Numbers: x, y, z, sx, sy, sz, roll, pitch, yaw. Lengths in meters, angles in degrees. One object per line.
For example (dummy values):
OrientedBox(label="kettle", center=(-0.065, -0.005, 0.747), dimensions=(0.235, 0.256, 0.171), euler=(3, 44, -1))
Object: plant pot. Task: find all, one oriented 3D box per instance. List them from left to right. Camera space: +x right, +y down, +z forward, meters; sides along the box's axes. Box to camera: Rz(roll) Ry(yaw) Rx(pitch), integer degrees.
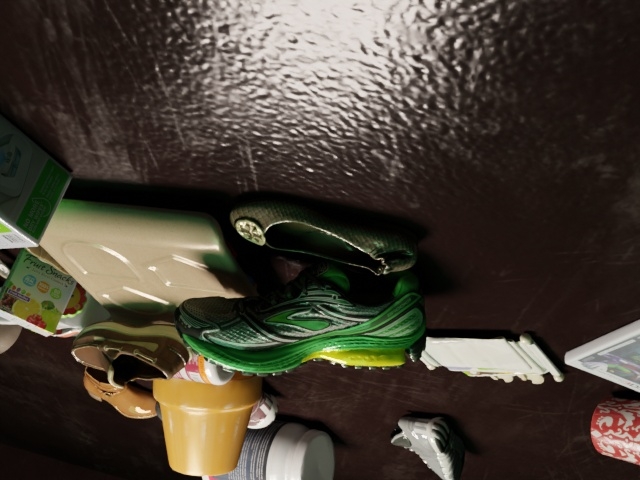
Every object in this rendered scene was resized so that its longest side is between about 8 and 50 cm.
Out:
OrientedBox(label="plant pot", center=(-0.217, 0.334, 1.577), dimensions=(0.205, 0.187, 0.205), euler=(4, -178, 0))

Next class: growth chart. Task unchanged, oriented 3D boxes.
OrientedBox(label="growth chart", center=(0.247, 0.181, 1.302), dimensions=(0.237, 0.021, 0.172), euler=(0, 149, 29))

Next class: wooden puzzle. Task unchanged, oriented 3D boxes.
OrientedBox(label="wooden puzzle", center=(-0.237, 0.047, 1.269), dimensions=(0.322, 0.080, 0.347), euler=(6, 146, 19))

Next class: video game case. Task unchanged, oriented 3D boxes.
OrientedBox(label="video game case", center=(0.466, 0.169, 1.157), dimensions=(0.173, 0.022, 0.190), euler=(21, 152, -10))

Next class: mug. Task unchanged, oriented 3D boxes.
OrientedBox(label="mug", center=(0.520, 0.301, 1.268), dimensions=(0.150, 0.113, 0.169), euler=(26, 164, -35))

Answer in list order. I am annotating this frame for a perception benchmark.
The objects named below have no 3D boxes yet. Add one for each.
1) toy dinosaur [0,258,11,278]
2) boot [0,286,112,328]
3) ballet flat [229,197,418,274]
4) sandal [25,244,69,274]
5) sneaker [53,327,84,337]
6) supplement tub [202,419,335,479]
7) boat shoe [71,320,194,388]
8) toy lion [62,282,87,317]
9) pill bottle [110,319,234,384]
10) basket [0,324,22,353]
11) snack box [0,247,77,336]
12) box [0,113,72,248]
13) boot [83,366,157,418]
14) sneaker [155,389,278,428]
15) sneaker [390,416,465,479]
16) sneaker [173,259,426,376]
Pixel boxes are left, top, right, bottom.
OrientedBox(label="toy dinosaur", center=(-0.595, 0.020, 1.431), dimensions=(0.118, 0.064, 0.268), euler=(-3, 151, 20))
OrientedBox(label="boot", center=(-0.467, 0.117, 1.527), dimensions=(0.259, 0.095, 0.123), euler=(1, 173, 15))
OrientedBox(label="ballet flat", center=(0.000, 0.000, 1.061), dimensions=(0.250, 0.058, 0.084), euler=(12, 152, 9))
OrientedBox(label="sandal", center=(-0.423, -0.004, 1.292), dimensions=(0.049, 0.072, 0.180), euler=(30, 163, 23))
OrientedBox(label="sneaker", center=(-0.475, 0.171, 1.645), dimensions=(0.158, 0.061, 0.065), euler=(0, 155, 30))
OrientedBox(label="supplement tub", center=(-0.123, 0.512, 1.938), dimensions=(0.272, 0.191, 0.191), euler=(0, 149, 29))
OrientedBox(label="boat shoe", center=(-0.325, 0.190, 1.359), dimensions=(0.258, 0.095, 0.095), euler=(-9, 129, 35))
OrientedBox(label="toy lion", center=(-0.442, 0.081, 1.414), dimensions=(0.100, 0.096, 0.034), euler=(23, 152, -11))
OrientedBox(label="pill bottle", center=(-0.260, 0.181, 1.474), dimensions=(0.221, 0.121, 0.121), euler=(5, 151, 20))
OrientedBox(label="basket", center=(-0.679, 0.127, 1.568), dimensions=(0.204, 0.154, 0.227), euler=(47, 176, 31))
OrientedBox(label="snack box", center=(-0.455, 0.071, 1.354), dimensions=(0.100, 0.141, 0.037), euler=(32, 150, -27))
OrientedBox(label="box", center=(-0.514, -0.092, 1.100), dimensions=(0.262, 0.126, 0.231), euler=(-3, 146, 34))
OrientedBox(label="boot", center=(-0.467, 0.354, 1.969), dimensions=(0.197, 0.072, 0.152), euler=(15, 149, -3))
OrientedBox(label="sneaker", center=(-0.240, 0.321, 1.764), dimensions=(0.282, 0.106, 0.162), euler=(-4, 143, 15))
OrientedBox(label="sneaker", center=(0.214, 0.419, 1.713), dimensions=(0.132, 0.086, 0.228), euler=(6, 141, 29))
OrientedBox(label="sneaker", center=(-0.027, 0.088, 1.134), dimensions=(0.344, 0.134, 0.146), euler=(-3, 118, -4))
